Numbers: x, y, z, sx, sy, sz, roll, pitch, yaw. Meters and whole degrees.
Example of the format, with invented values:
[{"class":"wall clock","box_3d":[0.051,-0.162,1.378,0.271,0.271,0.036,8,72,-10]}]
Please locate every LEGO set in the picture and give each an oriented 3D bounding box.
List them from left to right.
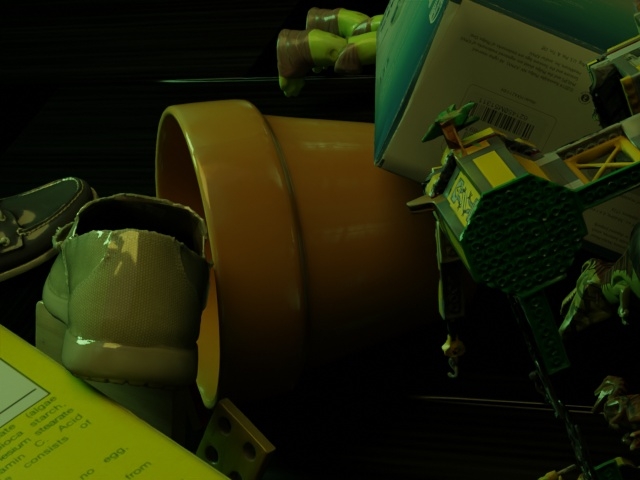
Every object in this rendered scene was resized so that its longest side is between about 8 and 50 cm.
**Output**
[{"class":"LEGO set","box_3d":[0.183,0.019,0.936,0.255,0.331,0.192,-32,26,3]}]

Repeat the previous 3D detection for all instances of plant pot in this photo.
[{"class":"plant pot","box_3d":[0.000,0.000,1.161,0.187,0.205,0.205,-8,32,-14]}]

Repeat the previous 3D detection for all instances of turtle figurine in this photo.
[{"class":"turtle figurine","box_3d":[0.076,-0.163,1.432,0.217,0.087,0.269,-1,37,23]}]

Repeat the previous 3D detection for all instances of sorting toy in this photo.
[{"class":"sorting toy","box_3d":[-0.118,0.115,1.100,0.274,0.132,0.046,19,25,39]}]

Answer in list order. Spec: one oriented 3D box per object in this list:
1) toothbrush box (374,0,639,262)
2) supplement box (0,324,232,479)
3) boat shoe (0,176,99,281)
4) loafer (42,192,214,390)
[{"class":"toothbrush box","box_3d":[0.155,-0.113,1.152,0.216,0.126,0.295,21,23,-8]},{"class":"supplement box","box_3d":[-0.179,0.196,0.945,0.194,0.195,0.356,-36,38,-25]},{"class":"boat shoe","box_3d":[-0.276,-0.005,1.392,0.206,0.065,0.075,-30,35,-17]},{"class":"loafer","box_3d":[-0.108,0.017,1.018,0.101,0.092,0.268,11,8,-14]}]
